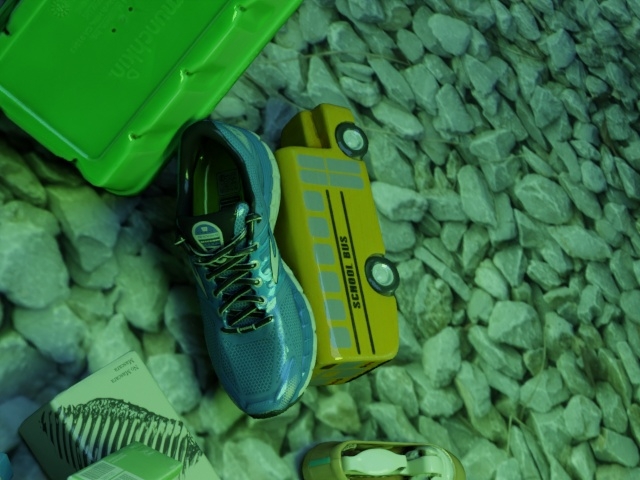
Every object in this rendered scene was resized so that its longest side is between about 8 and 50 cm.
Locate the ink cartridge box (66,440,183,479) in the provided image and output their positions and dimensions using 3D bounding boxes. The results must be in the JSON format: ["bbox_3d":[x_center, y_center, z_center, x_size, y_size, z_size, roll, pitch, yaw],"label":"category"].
[{"bbox_3d":[-0.193,0.289,0.798,0.056,0.171,0.235,23,90,6],"label":"ink cartridge box"}]

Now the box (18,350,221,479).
[{"bbox_3d":[-0.159,0.253,0.951,0.113,0.094,0.275,-33,87,-44],"label":"box"}]

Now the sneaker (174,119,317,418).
[{"bbox_3d":[-0.098,0.026,1.052,0.147,0.130,0.329,27,47,-70],"label":"sneaker"}]

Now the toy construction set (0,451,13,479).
[{"bbox_3d":[-0.344,0.312,0.735,0.237,0.257,0.308,-1,48,5],"label":"toy construction set"}]

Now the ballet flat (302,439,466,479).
[{"bbox_3d":[0.091,0.264,1.137,0.232,0.073,0.080,8,62,-32],"label":"ballet flat"}]

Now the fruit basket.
[{"bbox_3d":[-0.202,-0.263,1.090,0.283,0.392,0.392,40,50,-11],"label":"fruit basket"}]

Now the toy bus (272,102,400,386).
[{"bbox_3d":[0.000,0.000,1.194,0.130,0.108,0.332,2,65,-33],"label":"toy bus"}]
